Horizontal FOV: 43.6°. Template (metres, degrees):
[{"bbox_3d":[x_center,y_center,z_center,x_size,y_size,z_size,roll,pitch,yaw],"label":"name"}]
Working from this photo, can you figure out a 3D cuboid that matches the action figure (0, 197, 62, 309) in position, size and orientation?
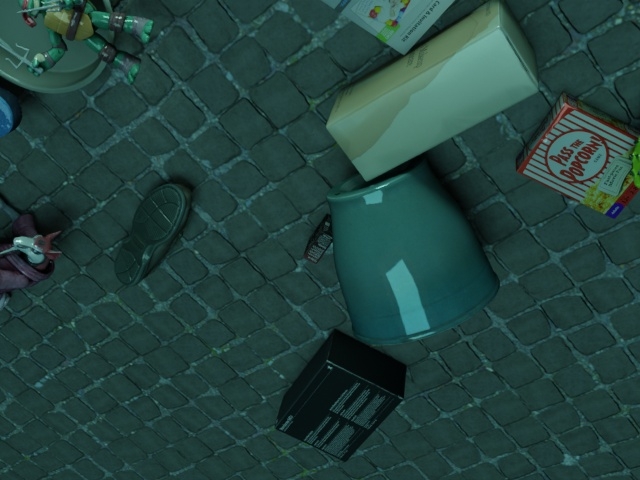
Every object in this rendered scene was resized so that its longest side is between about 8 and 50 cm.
[{"bbox_3d":[-0.650,0.073,1.606,0.370,0.248,0.276,-12,123,24],"label":"action figure"}]

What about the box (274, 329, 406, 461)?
[{"bbox_3d":[0.041,0.341,1.731,0.184,0.103,0.261,26,127,-11],"label":"box"}]

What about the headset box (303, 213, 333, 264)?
[{"bbox_3d":[0.000,0.000,1.517,0.032,0.062,0.083,29,126,-7],"label":"headset box"}]

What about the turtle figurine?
[{"bbox_3d":[-0.391,-0.339,1.260,0.234,0.118,0.175,16,144,-18],"label":"turtle figurine"}]

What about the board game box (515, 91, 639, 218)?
[{"bbox_3d":[0.445,-0.138,1.325,0.193,0.045,0.147,24,127,-5],"label":"board game box"}]

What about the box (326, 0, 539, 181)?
[{"bbox_3d":[0.175,-0.234,1.257,0.311,0.148,0.121,-27,115,27],"label":"box"}]

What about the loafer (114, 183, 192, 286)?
[{"bbox_3d":[-0.320,-0.017,1.582,0.096,0.084,0.267,49,123,15],"label":"loafer"}]

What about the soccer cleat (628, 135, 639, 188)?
[{"bbox_3d":[0.528,-0.166,1.239,0.072,0.060,0.179,10,94,-3],"label":"soccer cleat"}]

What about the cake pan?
[{"bbox_3d":[-0.477,-0.392,1.347,0.293,0.054,0.293,6,127,9],"label":"cake pan"}]

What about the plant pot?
[{"bbox_3d":[0.139,0.001,1.378,0.271,0.272,0.255,-16,106,23],"label":"plant pot"}]

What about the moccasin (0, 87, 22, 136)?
[{"bbox_3d":[-0.691,-0.268,1.454,0.342,0.117,0.138,13,115,9],"label":"moccasin"}]

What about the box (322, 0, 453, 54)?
[{"bbox_3d":[0.100,-0.383,1.204,0.186,0.038,0.145,26,128,-27],"label":"box"}]
